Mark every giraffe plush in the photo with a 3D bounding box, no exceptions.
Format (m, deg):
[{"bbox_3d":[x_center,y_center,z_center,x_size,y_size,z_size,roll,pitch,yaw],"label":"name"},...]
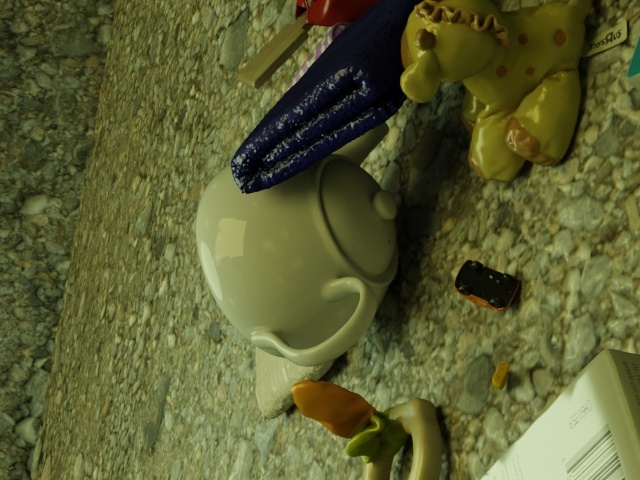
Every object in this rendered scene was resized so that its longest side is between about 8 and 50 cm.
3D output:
[{"bbox_3d":[0.147,-0.167,1.190,0.210,0.170,0.181,133,143,-50],"label":"giraffe plush"}]

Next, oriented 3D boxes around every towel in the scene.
[{"bbox_3d":[0.046,-0.176,1.357,0.228,0.076,0.308,-36,12,42],"label":"towel"},{"bbox_3d":[-0.033,0.062,1.637,0.187,0.049,0.282,129,146,-55],"label":"towel"}]

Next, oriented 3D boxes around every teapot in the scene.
[{"bbox_3d":[0.000,0.000,1.412,0.187,0.252,0.256,-24,83,30],"label":"teapot"}]

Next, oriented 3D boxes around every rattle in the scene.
[{"bbox_3d":[0.045,0.244,1.266,0.130,0.143,0.199,-17,55,44],"label":"rattle"}]

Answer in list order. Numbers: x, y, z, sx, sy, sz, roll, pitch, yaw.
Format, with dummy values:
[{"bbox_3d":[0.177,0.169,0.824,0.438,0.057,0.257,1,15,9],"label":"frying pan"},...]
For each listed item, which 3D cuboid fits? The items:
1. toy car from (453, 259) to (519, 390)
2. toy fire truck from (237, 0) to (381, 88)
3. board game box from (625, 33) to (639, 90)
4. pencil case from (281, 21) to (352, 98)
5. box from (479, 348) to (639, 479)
[{"bbox_3d":[0.149,0.081,1.209,0.040,0.060,0.122,76,-158,-65],"label":"toy car"},{"bbox_3d":[-0.006,-0.307,1.680,0.217,0.158,0.246,-131,45,-62],"label":"toy fire truck"},{"bbox_3d":[0.342,-0.206,0.786,0.303,0.097,0.224,-27,37,61],"label":"board game box"},{"bbox_3d":[0.003,-0.180,1.643,0.088,0.086,0.206,-88,24,-43],"label":"pencil case"},{"bbox_3d":[0.217,0.202,0.898,0.181,0.119,0.182,-99,30,-41],"label":"box"}]
